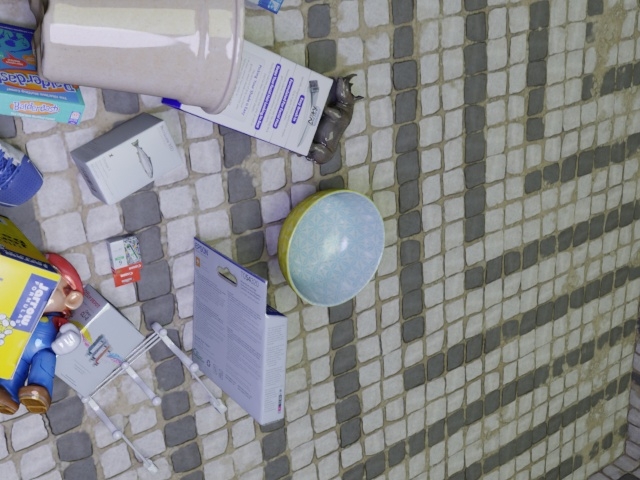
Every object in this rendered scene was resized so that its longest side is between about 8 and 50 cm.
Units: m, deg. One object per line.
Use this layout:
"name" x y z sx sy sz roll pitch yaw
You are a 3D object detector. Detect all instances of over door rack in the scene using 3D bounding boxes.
"over door rack" -0.371 0.377 1.746 0.239 0.108 0.324 -40 126 -16

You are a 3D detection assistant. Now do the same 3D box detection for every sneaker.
"sneaker" -0.604 -0.148 1.313 0.127 0.182 0.315 -54 140 -12

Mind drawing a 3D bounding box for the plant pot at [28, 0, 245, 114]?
"plant pot" -0.329 -0.384 1.297 0.305 0.334 0.334 -4 109 -25

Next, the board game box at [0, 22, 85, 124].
"board game box" -0.516 -0.297 1.331 0.160 0.210 0.047 3 137 -37

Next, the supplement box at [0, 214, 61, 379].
"supplement box" -0.618 0.059 1.289 0.195 0.356 0.194 26 90 -39

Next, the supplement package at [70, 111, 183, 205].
"supplement package" -0.390 -0.167 1.532 0.179 0.105 0.105 -35 123 -21

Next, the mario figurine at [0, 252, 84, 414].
"mario figurine" -0.554 0.154 1.433 0.198 0.320 0.170 15 142 -19

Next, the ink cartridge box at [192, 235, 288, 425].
"ink cartridge box" -0.183 0.186 1.671 0.071 0.324 0.330 -8 112 -35

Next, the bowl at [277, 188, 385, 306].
"bowl" 0.000 0.000 1.843 0.289 0.156 0.289 -13 114 -31

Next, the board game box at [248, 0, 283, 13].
"board game box" -0.145 -0.649 1.485 0.318 0.066 0.318 10 116 -44

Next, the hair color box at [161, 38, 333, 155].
"hair color box" -0.153 -0.324 1.646 0.339 0.110 0.185 17 95 -37

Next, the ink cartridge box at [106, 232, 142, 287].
"ink cartridge box" -0.420 0.046 1.637 0.063 0.029 0.115 -18 116 -30

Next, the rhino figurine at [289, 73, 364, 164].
"rhino figurine" 0.026 -0.292 1.809 0.106 0.073 0.243 30 86 -35

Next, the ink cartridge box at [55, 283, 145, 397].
"ink cartridge box" -0.487 0.206 1.584 0.176 0.128 0.127 -46 127 -14
